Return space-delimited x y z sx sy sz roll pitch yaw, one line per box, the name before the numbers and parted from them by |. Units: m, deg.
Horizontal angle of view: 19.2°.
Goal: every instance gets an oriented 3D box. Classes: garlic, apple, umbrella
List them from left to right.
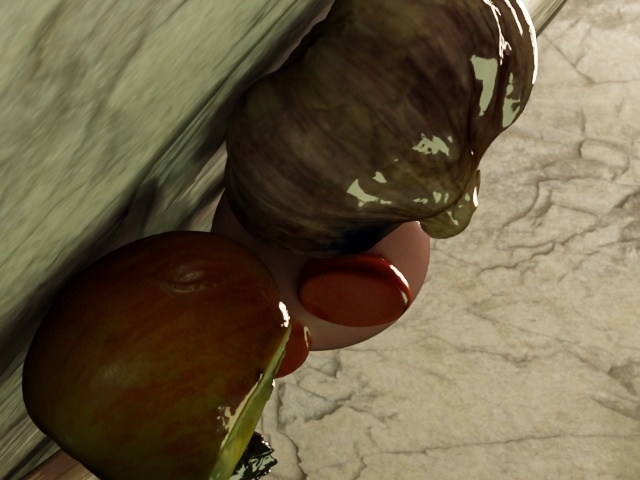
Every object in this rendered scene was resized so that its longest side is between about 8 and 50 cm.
umbrella | -0.146 0.252 1.745 0.235 0.059 0.066 -33 150 -14
apple | -0.094 0.078 1.188 0.173 0.160 0.195 -43 177 -9
garlic | 0.047 -0.075 1.237 0.245 0.160 0.245 -38 171 -8

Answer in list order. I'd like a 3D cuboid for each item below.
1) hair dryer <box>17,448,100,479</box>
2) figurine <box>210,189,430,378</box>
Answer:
hair dryer | -0.223 0.208 1.699 0.344 0.107 0.189 -34 170 -36
figurine | 0.000 0.000 1.423 0.173 0.173 0.173 -48 176 -5
